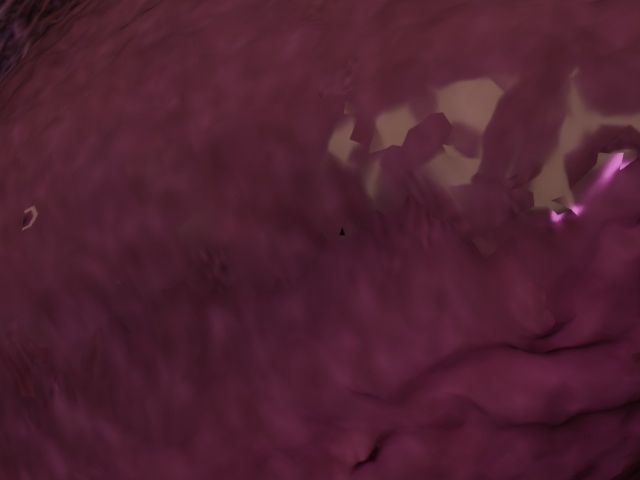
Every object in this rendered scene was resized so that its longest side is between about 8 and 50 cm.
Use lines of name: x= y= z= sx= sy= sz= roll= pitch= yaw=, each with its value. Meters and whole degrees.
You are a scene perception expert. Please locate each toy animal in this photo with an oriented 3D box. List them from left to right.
toy animal: x=-0.005 y=0.002 z=0.521 sx=0.358 sy=0.188 sz=0.226 roll=-23 pitch=32 yaw=34
